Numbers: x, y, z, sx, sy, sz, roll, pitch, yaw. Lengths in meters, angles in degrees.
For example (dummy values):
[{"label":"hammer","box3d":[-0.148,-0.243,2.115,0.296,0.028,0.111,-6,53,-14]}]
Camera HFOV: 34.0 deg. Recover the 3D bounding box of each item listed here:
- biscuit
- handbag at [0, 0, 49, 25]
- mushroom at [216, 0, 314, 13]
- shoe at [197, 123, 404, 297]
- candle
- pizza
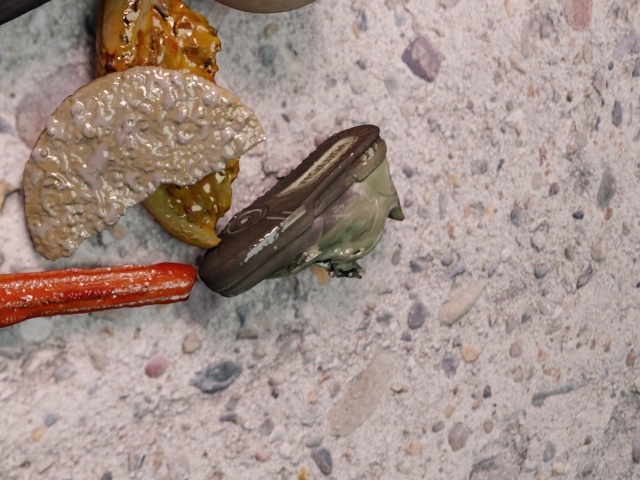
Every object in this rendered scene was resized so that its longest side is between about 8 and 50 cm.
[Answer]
[{"label":"biscuit","box3d":[-0.188,-0.088,0.990,0.250,0.032,0.133,-29,113,3]},{"label":"handbag","box3d":[-0.269,-0.336,0.850,0.275,0.178,0.301,-41,121,-28]},{"label":"mushroom","box3d":[-0.045,-0.325,1.060,0.215,0.207,0.207,12,90,-74]},{"label":"shoe","box3d":[-0.002,0.001,1.176,0.293,0.109,0.149,-45,119,-33]},{"label":"candle","box3d":[-0.263,0.053,1.012,0.329,0.048,0.051,-3,141,-40]},{"label":"pizza","box3d":[-0.144,-0.132,1.055,0.161,0.086,0.305,-32,118,-33]}]
